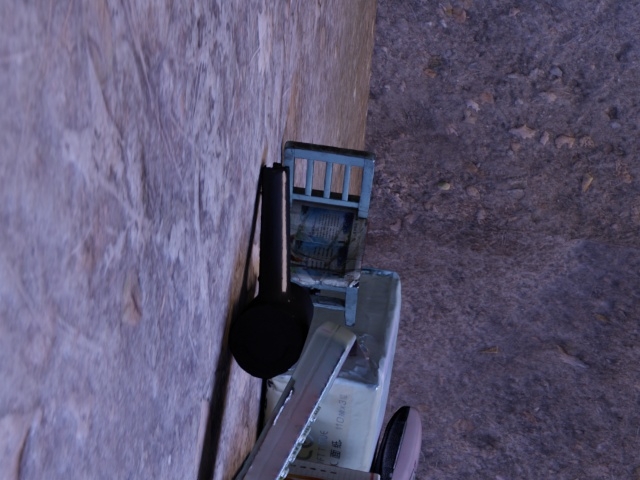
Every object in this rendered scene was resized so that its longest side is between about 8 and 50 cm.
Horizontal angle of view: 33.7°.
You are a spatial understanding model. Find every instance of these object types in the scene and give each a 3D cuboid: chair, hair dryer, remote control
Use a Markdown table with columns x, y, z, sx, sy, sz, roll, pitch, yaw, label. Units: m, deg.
| x | y | z | sx | sy | sz | roll | pitch | yaw | label |
| --- | --- | --- | --- | --- | --- | --- | --- | --- | --- |
| 0.000 | 0.000 | 1.532 | 0.270 | 0.136 | 0.147 | 95 | 4 | -59 | chair |
| -0.053 | 0.028 | 1.320 | 0.197 | 0.089 | 0.251 | -51 | 143 | -81 | hair dryer |
| -0.056 | 0.252 | 1.238 | 0.344 | 0.050 | 0.145 | -62 | 175 | -1 | remote control |

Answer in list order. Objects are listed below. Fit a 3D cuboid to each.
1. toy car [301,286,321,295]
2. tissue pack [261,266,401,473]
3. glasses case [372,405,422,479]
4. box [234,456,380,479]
| x | y | z | sx | sy | sz | roll | pitch | yaw | label |
| --- | --- | --- | --- | --- | --- | --- | --- | --- | --- |
| -0.028 | 0.034 | 1.716 | 0.062 | 0.071 | 0.165 | 130 | -28 | -70 | toy car |
| 0.014 | 0.293 | 1.882 | 0.331 | 0.205 | 0.404 | -75 | 172 | -56 | tissue pack |
| 0.133 | 0.410 | 1.878 | 0.314 | 0.075 | 0.122 | -62 | 161 | -63 | glasses case |
| -0.027 | 0.397 | 1.518 | 0.330 | 0.210 | 0.095 | 4 | 96 | -85 | box |
